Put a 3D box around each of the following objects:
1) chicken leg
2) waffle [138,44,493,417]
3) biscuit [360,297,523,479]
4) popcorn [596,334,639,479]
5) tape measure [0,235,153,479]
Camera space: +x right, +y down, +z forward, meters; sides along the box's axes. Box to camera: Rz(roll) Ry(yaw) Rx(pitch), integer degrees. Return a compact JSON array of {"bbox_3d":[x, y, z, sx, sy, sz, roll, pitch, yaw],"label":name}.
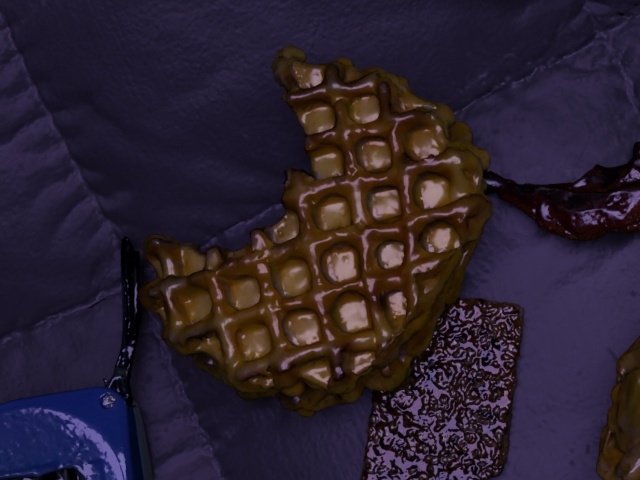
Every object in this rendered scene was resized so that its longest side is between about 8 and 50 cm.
[{"bbox_3d":[0.246,-0.041,1.522,0.219,0.048,0.089,-11,57,14],"label":"chicken leg"},{"bbox_3d":[0.000,0.000,1.503,0.261,0.151,0.324,35,92,24],"label":"waffle"},{"bbox_3d":[0.108,0.167,1.532,0.131,0.026,0.237,7,83,13],"label":"biscuit"},{"bbox_3d":[0.346,0.168,1.400,0.250,0.190,0.250,-21,61,46],"label":"popcorn"},{"bbox_3d":[-0.252,0.178,1.563,0.215,0.098,0.351,-9,79,8],"label":"tape measure"}]
